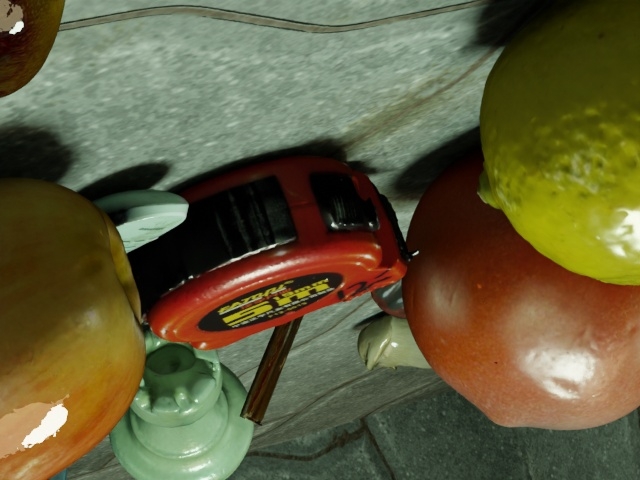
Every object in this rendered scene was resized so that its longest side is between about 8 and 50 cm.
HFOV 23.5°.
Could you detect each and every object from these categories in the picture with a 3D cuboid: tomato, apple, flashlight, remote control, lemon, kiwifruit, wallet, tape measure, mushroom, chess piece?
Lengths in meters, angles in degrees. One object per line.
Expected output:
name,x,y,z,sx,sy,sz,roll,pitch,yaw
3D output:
tomato,0.240,0.045,1.592,0.321,0.322,0.321,-20,168,-4
apple,-0.239,0.074,1.131,0.241,0.242,0.242,-25,168,11
flashlight,0.140,0.060,2.071,0.093,0.093,0.232,-25,171,19
remote control,-0.217,0.006,1.318,0.256,0.045,0.097,-24,167,31
lemon,0.264,-0.094,1.197,0.284,0.261,0.260,-18,168,-6
kiwifruit,-0.169,-0.116,0.783,0.075,0.075,0.124,-16,163,-20
wallet,-0.060,0.152,1.992,0.026,0.176,0.095,19,172,11
tape measure,-0.053,0.007,1.436,0.253,0.114,0.260,-22,165,8
mushroom,0.241,0.116,2.388,0.397,0.126,0.177,-27,157,30
chess piece,-0.182,0.202,1.952,0.194,0.195,0.299,-19,160,-9

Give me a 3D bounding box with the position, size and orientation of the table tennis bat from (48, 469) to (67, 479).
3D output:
table tennis bat,-0.335,0.277,2.010,0.044,0.215,0.329,7,-169,-5
